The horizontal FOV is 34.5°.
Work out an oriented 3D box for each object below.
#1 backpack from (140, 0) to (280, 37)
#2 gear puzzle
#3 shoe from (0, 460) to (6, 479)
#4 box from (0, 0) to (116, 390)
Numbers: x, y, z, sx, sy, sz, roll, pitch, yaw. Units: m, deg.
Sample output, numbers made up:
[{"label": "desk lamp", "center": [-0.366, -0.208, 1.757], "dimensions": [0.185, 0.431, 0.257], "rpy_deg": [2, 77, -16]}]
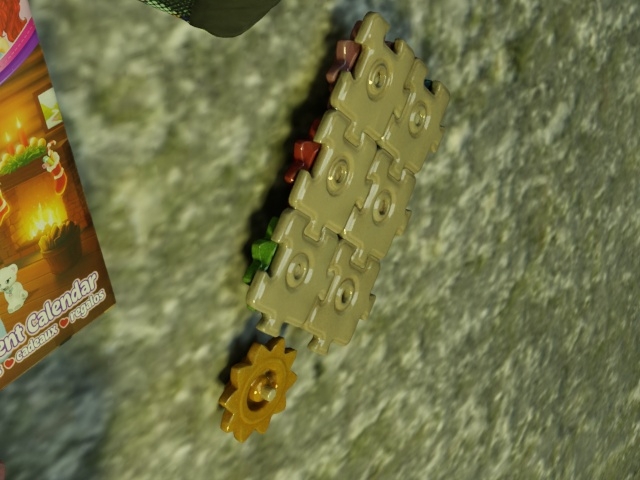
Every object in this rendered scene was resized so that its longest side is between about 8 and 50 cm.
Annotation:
[{"label": "backpack", "center": [-0.099, -0.228, 0.422], "dimensions": [0.253, 0.191, 0.225], "rpy_deg": [23, 82, -17]}, {"label": "gear puzzle", "center": [0.000, 0.000, 0.820], "dimensions": [0.175, 0.044, 0.339], "rpy_deg": [30, 81, -57]}, {"label": "shoe", "center": [-0.235, 0.151, 0.522], "dimensions": [0.178, 0.063, 0.081], "rpy_deg": [11, 93, -62]}, {"label": "box", "center": [-0.235, 0.020, 0.466], "dimensions": [0.293, 0.057, 0.201], "rpy_deg": [-41, 133, -39]}]
